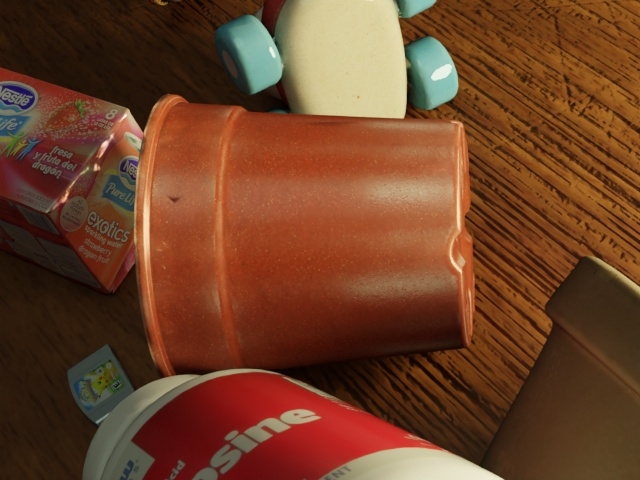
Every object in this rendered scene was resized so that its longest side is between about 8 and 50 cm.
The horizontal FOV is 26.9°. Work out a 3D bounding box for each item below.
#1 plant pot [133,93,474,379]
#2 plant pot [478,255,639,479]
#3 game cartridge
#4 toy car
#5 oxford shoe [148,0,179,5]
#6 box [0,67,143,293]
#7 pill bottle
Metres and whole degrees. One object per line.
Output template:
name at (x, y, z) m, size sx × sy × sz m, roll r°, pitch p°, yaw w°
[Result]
plant pot at (0.000, 0.000, 1.190) m, size 0.265 × 0.272 × 0.272 m, roll -2°, pitch 54°, yaw 9°
plant pot at (0.222, 0.176, 0.991) m, size 0.229 × 0.263 × 0.263 m, roll -48°, pitch 51°, yaw 5°
game cartridge at (-0.213, 0.144, 1.303) m, size 0.056 × 0.017 × 0.083 m, roll -36°, pitch 51°, yaw -3°
toy car at (-0.019, -0.210, 1.390) m, size 0.219 × 0.210 × 0.238 m, roll -28°, pitch 37°, yaw -15°
oxford shoe at (-0.084, -0.414, 1.603) m, size 0.133 × 0.130 × 0.363 m, roll 23°, pitch 65°, yaw 26°
box at (-0.319, -0.077, 1.420) m, size 0.300 × 0.154 × 0.142 m, roll 19°, pitch 63°, yaw 32°
pill bottle at (-0.027, 0.221, 0.961) m, size 0.229 × 0.229 × 0.408 m, roll -46°, pitch 24°, yaw -15°
